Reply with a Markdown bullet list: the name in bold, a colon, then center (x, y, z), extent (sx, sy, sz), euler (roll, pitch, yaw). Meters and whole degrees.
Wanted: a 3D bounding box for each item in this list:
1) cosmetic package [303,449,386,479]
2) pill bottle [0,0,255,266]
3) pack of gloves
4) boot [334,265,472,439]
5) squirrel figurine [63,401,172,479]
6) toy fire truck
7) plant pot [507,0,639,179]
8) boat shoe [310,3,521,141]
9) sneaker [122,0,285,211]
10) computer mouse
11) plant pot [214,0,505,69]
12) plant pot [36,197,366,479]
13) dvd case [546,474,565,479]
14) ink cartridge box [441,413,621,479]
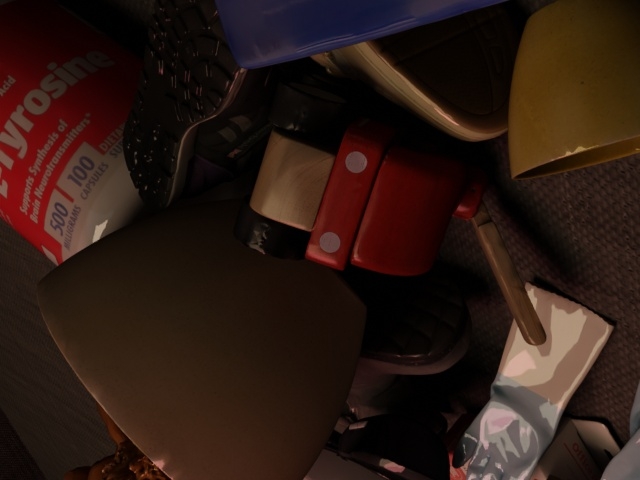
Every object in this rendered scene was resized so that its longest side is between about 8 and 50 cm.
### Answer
- **cosmetic package**: center (0.053, 0.432, 1.372), extent (0.284, 0.097, 0.377), euler (33, 146, 23)
- **pill bottle**: center (-0.289, -0.125, 1.053), extent (0.408, 0.229, 0.229), euler (36, 148, 21)
- **pack of gloves**: center (0.215, 0.181, 0.826), extent (0.195, 0.046, 0.232), euler (28, 116, 23)
- **boot**: center (0.077, 0.135, 1.017), extent (0.222, 0.118, 0.338), euler (53, 157, -22)
- **squirrel figurine**: center (-0.175, 0.254, 1.267), extent (0.397, 0.281, 0.370), euler (-126, 42, -60)
- **toy fire truck**: center (0.077, -0.015, 0.738), extent (0.246, 0.217, 0.158), euler (20, 106, 6)
- **plant pot**: center (0.172, -0.100, 0.596), extent (0.134, 0.134, 0.095), euler (-19, 84, 58)
- **boat shoe**: center (0.030, -0.172, 0.710), extent (0.302, 0.109, 0.098), euler (46, 156, 17)
- **sneaker**: center (-0.071, -0.132, 0.786), extent (0.107, 0.124, 0.283), euler (64, 149, 13)
- **computer mouse**: center (0.037, 0.194, 0.985), extent (0.184, 0.060, 0.262), euler (25, 167, 0)
- **plant pot**: center (0.063, -0.235, 0.477), extent (0.236, 0.236, 0.212), euler (-3, 115, 54)
- **plant pot**: center (-0.072, 0.073, 0.838), extent (0.284, 0.191, 0.284), euler (48, 180, 0)
- **dvd case**: center (0.296, 0.317, 0.894), extent (0.221, 0.018, 0.164), euler (18, 124, 14)
- **ink cartridge box**: center (0.217, 0.237, 0.962), extent (0.115, 0.067, 0.198), euler (55, 149, -13)
